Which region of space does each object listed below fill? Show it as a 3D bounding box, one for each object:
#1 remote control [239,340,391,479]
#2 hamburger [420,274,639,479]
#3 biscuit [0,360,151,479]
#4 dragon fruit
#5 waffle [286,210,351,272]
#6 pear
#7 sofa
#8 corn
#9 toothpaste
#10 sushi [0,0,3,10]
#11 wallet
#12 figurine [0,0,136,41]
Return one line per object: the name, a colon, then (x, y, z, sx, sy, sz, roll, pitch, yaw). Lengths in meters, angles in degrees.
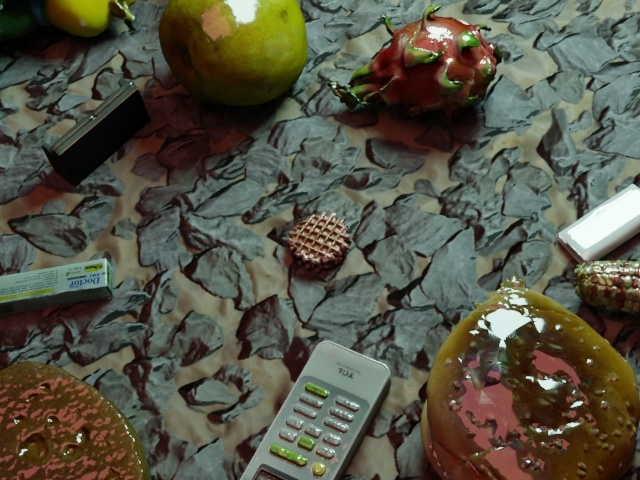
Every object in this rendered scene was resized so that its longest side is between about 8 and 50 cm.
remote control: (-0.013, 0.238, 1.611, 0.103, 0.034, 0.250, 22, 66, 21)
hamburger: (0.234, 0.184, 1.543, 0.243, 0.146, 0.286, 0, 58, 2)
biscuit: (-0.338, 0.278, 1.630, 0.257, 0.049, 0.273, -35, 62, -15)
dragon fruit: (0.121, -0.229, 1.814, 0.236, 0.135, 0.137, -1, 64, 29)
waffle: (0.000, 0.000, 1.753, 0.083, 0.029, 0.075, -24, 59, -7)
pear: (-0.118, -0.271, 1.841, 0.200, 0.200, 0.200, -4, 59, 7)
sofa: (-0.306, -0.155, 1.863, 0.060, 0.085, 0.147, 39, 73, 24)
corn: (0.415, 0.065, 1.619, 0.237, 0.079, 0.079, 6, 61, 17)
toothpaste: (-0.348, 0.061, 1.772, 0.164, 0.034, 0.046, -10, 58, 4)
sushi: (-0.578, -0.372, 1.924, 0.352, 0.178, 0.294, 12, 91, 45)
wallet: (0.357, -0.020, 1.706, 0.122, 0.025, 0.061, -33, 53, -10)
figurine: (-0.379, -0.372, 1.990, 0.234, 0.127, 0.185, -12, 54, 16)
